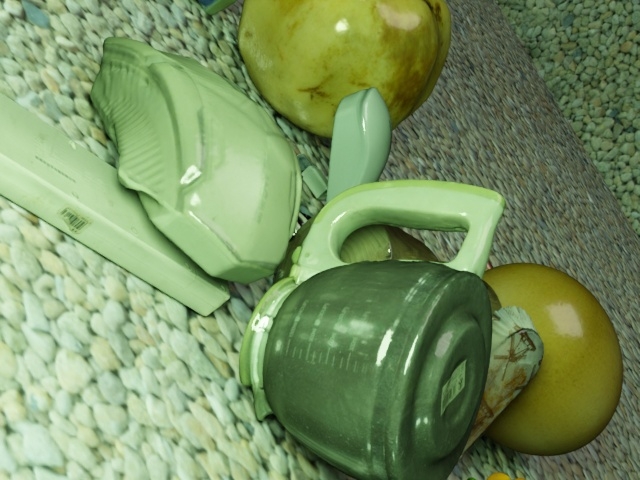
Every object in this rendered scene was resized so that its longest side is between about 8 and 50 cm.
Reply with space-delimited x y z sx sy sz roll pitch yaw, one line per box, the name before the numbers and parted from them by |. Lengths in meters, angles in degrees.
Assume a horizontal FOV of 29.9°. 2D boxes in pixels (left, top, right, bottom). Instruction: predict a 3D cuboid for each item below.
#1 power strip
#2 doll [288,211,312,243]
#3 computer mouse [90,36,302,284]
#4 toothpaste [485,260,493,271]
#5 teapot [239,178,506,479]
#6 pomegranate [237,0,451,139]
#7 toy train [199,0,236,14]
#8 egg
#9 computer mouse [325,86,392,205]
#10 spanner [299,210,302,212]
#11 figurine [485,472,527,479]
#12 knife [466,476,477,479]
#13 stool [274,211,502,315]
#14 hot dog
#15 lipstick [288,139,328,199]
power strip | -0.224 -0.033 1.249 0.367 0.043 0.106 36 28 -36
doll | 0.000 0.000 1.584 0.219 0.067 0.091 9 25 -38
computer mouse | -0.129 -0.118 1.360 0.228 0.145 0.429 32 18 -37
toothpaste | 0.325 0.106 2.133 0.205 0.036 0.056 58 21 1
teapot | 0.046 0.087 1.254 0.239 0.321 0.239 14 7 26
pomegranate | 0.036 -0.311 1.840 0.332 0.332 0.332 42 25 -25
toy train | -0.226 -0.497 1.836 0.299 0.131 0.202 63 17 21
egg | 0.302 0.174 1.699 0.322 0.250 0.250 51 19 -36
computer mouse | 0.054 -0.104 1.698 0.079 0.230 0.128 13 22 13
spanner | -0.068 -0.083 1.664 0.302 0.017 0.071 57 27 7
figurine | 0.103 0.364 1.202 0.382 0.225 0.205 -7 83 -38
knife | 0.263 0.398 1.600 0.212 0.015 0.054 52 22 -2
stool | 0.090 0.082 1.516 0.264 0.179 0.179 28 33 -45
hot dog | 0.181 0.188 1.482 0.069 0.253 0.131 34 -15 49
lipstick | -0.020 -0.108 1.783 0.107 0.025 0.025 54 21 21
